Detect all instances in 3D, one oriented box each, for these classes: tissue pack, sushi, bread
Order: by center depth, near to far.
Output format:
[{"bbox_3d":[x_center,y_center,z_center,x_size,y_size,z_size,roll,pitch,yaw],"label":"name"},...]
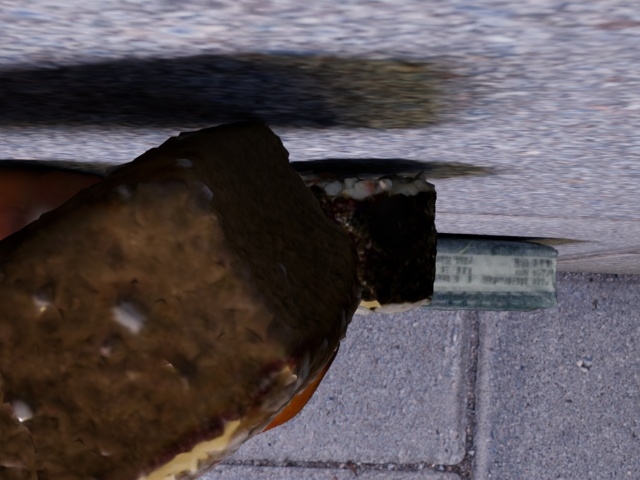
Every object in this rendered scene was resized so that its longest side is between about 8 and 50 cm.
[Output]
[{"bbox_3d":[-0.175,0.097,0.484,0.417,0.113,0.165,-31,-173,16],"label":"bread"},{"bbox_3d":[0.000,0.000,0.676,0.091,0.078,0.150,-4,-179,-38],"label":"sushi"},{"bbox_3d":[0.106,0.035,1.341,0.257,0.081,0.185,1,177,-9],"label":"tissue pack"}]

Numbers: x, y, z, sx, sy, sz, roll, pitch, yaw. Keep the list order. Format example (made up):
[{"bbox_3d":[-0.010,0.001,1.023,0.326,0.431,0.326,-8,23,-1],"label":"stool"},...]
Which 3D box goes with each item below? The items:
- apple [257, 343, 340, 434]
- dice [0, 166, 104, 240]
[{"bbox_3d":[-0.090,0.089,1.169,0.230,0.230,0.230,2,177,0],"label":"apple"},{"bbox_3d":[-0.201,0.056,0.766,0.179,0.173,0.175,-7,168,21],"label":"dice"}]
